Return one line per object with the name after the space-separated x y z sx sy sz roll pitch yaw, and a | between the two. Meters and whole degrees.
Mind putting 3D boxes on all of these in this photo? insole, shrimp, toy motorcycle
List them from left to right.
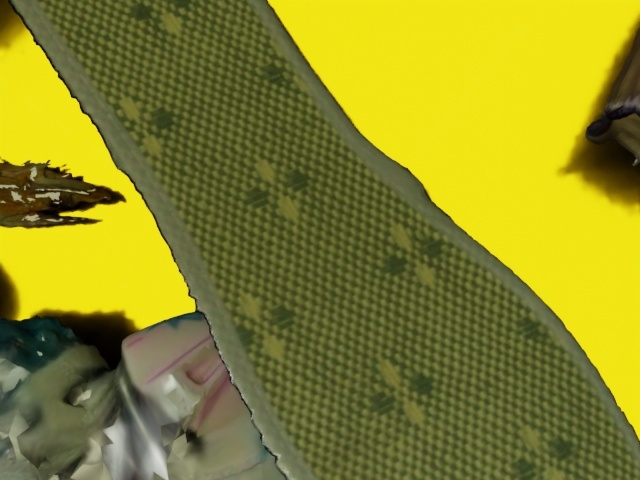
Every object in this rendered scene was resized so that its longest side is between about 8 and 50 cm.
-0.124 -0.043 0.584 0.114 0.023 0.083 9 87 9 | shrimp
-0.061 0.108 0.538 0.204 0.108 0.239 30 65 2 | toy motorcycle
0.000 0.000 0.537 0.109 0.007 0.322 -28 74 -25 | insole

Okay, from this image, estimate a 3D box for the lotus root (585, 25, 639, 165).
0.227 -0.046 0.447 0.272 0.272 0.192 27 82 5 | lotus root
